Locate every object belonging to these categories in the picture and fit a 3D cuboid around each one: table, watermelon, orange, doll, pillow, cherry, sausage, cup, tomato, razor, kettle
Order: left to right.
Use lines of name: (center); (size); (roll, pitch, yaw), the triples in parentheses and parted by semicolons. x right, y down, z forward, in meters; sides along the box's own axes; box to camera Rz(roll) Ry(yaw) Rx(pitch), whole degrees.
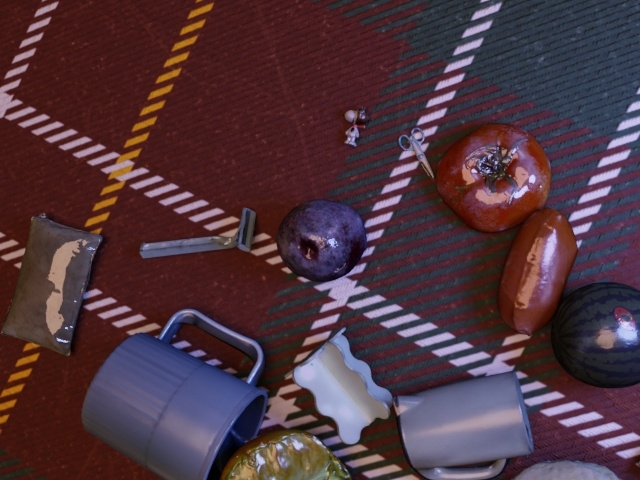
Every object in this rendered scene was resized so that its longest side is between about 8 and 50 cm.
pillow: (-0.623, 0.099, 1.925); (0.185, 0.075, 0.302); (16, 92, 11)
cup: (-0.295, 0.333, 1.747); (0.311, 0.257, 0.331); (25, 95, 14)
razor: (-0.276, 0.006, 1.866); (0.278, 0.056, 0.111); (-11, 48, 18)
orange: (-0.053, 0.544, 1.707); (0.262, 0.196, 0.334); (-38, 89, 3)
cherry: (-0.003, 0.001, 1.732); (0.195, 0.195, 0.195); (-1, 87, 13)
table: (0.048, 0.307, 1.726); (0.166, 0.166, 0.198); (-39, 87, 8)
doll: (0.077, -0.248, 1.801); (0.058, 0.040, 0.085); (-5, 82, 25)
kettle: (0.292, 0.390, 1.668); (0.255, 0.165, 0.240); (-15, 112, 12)
tomato: (0.353, -0.132, 1.703); (0.236, 0.095, 0.237); (-1, 86, 13)
sausage: (0.428, 0.060, 1.658); (0.133, 0.133, 0.258); (19, 94, 13)
watermelon: (0.551, 0.182, 1.584); (0.212, 0.212, 0.212); (-1, 87, 13)

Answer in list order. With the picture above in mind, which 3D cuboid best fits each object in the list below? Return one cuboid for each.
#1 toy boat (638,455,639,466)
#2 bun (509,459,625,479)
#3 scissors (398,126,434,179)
toy boat: (0.700, 0.385, 1.595); (0.088, 0.102, 0.215); (39, 95, 9)
bun: (0.485, 0.593, 1.569); (0.352, 0.227, 0.349); (30, 94, 15)
scissors: (0.214, -0.184, 1.778); (0.058, 0.014, 0.119); (-30, 78, 11)
